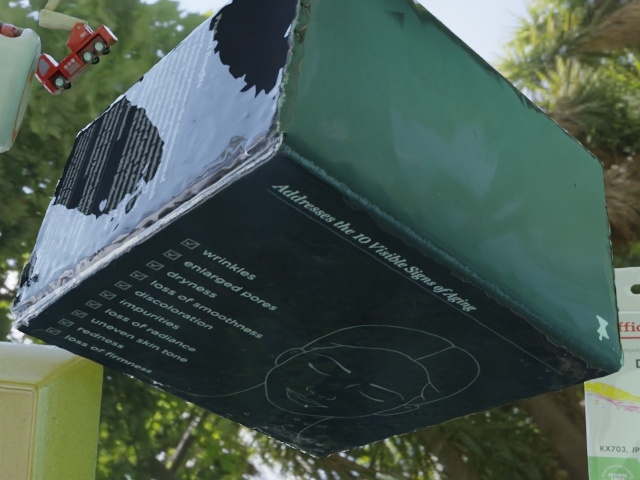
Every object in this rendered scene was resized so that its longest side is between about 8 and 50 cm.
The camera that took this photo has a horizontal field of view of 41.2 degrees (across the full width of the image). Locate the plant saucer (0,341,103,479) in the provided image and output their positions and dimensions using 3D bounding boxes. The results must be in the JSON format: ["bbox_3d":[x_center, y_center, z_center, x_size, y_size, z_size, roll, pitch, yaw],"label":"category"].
[{"bbox_3d":[-0.489,0.317,1.252,0.081,0.332,0.333,16,-105,-67],"label":"plant saucer"}]

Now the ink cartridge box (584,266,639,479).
[{"bbox_3d":[0.502,0.208,1.268,0.119,0.207,0.354,16,-109,-65],"label":"ink cartridge box"}]

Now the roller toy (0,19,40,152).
[{"bbox_3d":[-0.503,-0.237,1.243,0.146,0.191,0.209,17,-119,-17],"label":"roller toy"}]

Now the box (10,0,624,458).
[{"bbox_3d":[0.000,0.000,0.973,0.479,0.471,0.298,32,-129,-31],"label":"box"}]

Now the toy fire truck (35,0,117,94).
[{"bbox_3d":[-0.406,-0.345,1.380,0.192,0.047,0.135,-41,-84,3],"label":"toy fire truck"}]
